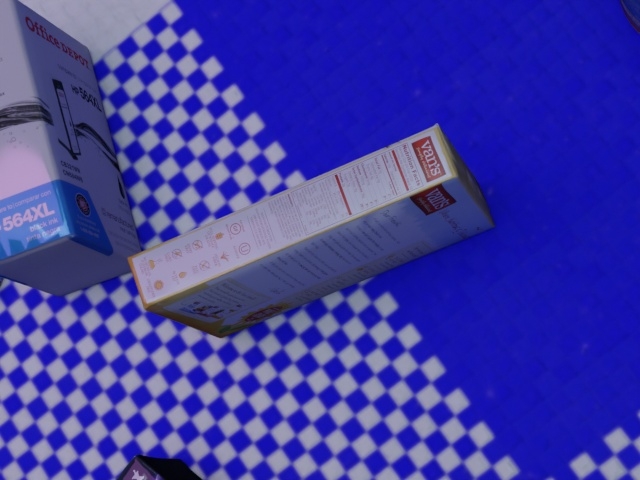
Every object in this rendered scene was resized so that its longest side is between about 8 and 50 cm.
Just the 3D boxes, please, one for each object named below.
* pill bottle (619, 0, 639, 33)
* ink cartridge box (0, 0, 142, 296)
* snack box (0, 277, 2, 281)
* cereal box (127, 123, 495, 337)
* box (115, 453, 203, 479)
[{"bbox_3d":[0.262,-0.217,1.040,0.124,0.221,0.124,-3,80,15],"label":"pill bottle"},{"bbox_3d":[-0.225,-0.071,1.182,0.086,0.148,0.203,-19,76,12],"label":"ink cartridge box"},{"bbox_3d":[-0.337,0.071,1.243,0.100,0.037,0.141,21,85,17],"label":"snack box"},{"bbox_3d":[0.000,0.000,1.097,0.240,0.173,0.047,-23,74,9],"label":"cereal box"},{"bbox_3d":[-0.134,0.318,1.112,0.184,0.103,0.261,37,91,21],"label":"box"}]
